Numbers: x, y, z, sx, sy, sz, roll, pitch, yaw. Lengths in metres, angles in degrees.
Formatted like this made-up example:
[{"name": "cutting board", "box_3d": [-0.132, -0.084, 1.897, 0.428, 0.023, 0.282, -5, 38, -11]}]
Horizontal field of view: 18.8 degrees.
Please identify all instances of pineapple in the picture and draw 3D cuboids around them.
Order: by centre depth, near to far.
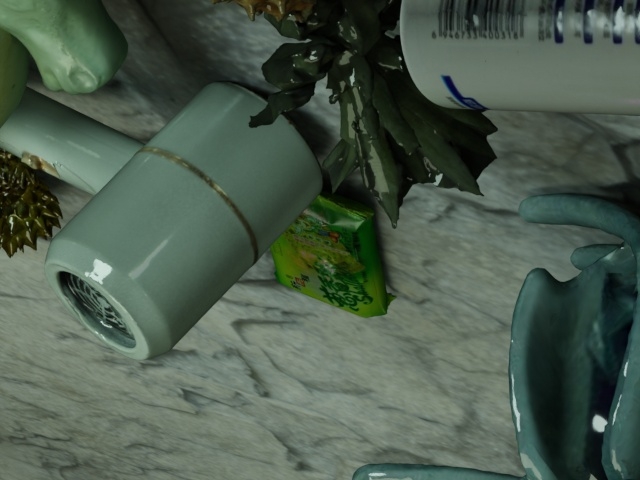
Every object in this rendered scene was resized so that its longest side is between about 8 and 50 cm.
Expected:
[{"name": "pineapple", "box_3d": [0.004, -0.126, 1.020, 0.119, 0.130, 0.277, -17, 139, 17]}]

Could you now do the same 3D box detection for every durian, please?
[{"name": "durian", "box_3d": [-0.271, -0.039, 1.511, 0.146, 0.102, 0.208, 36, 152, -12]}]

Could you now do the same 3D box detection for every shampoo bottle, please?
[{"name": "shampoo bottle", "box_3d": [0.183, -0.102, 0.906, 0.303, 0.092, 0.092, 5, 151, 38]}]

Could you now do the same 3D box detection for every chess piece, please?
[{"name": "chess piece", "box_3d": [-0.232, -0.140, 1.201, 0.176, 0.175, 0.298, 36, 144, -25]}]

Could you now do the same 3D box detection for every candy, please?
[{"name": "candy", "box_3d": [-0.001, 0.001, 1.401, 0.102, 0.032, 0.178, 19, 157, 16]}]

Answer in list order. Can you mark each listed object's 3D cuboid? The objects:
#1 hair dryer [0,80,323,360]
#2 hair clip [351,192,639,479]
[{"name": "hair dryer", "box_3d": [-0.182, -0.056, 1.332, 0.357, 0.173, 0.107, 26, 150, 36]}, {"name": "hair clip", "box_3d": [0.229, 0.142, 1.205, 0.392, 0.238, 0.318, -3, 144, 49]}]
